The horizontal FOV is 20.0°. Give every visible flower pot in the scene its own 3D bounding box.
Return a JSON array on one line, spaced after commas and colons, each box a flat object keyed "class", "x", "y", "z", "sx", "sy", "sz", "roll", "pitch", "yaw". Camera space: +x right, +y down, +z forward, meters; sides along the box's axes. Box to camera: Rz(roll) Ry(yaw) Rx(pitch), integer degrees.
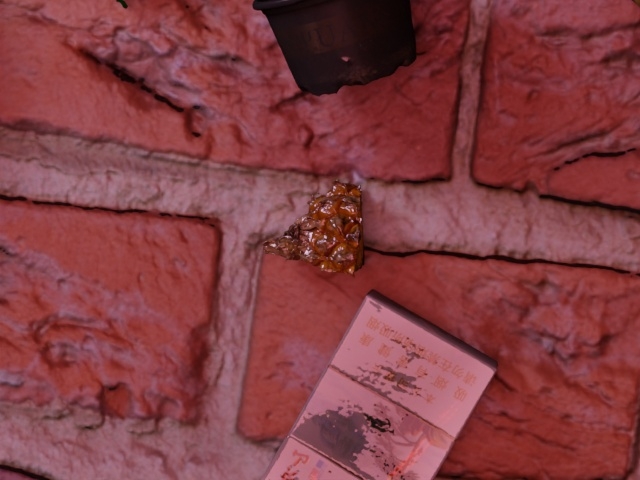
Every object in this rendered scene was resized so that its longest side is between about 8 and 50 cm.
[{"class": "flower pot", "x": 0.023, "y": -0.203, "z": 1.743, "sx": 0.157, "sy": 0.157, "sz": 0.107, "roll": -15, "pitch": 105, "yaw": 10}]

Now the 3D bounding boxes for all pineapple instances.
[{"class": "pineapple", "x": 0.000, "y": 0.000, "z": 1.803, "sx": 0.114, "sy": 0.077, "sz": 0.114, "roll": -8, "pitch": 58, "yaw": 20}]

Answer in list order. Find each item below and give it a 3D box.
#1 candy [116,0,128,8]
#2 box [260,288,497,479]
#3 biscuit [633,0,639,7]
[{"class": "candy", "x": -0.189, "y": -0.351, "z": 1.798, "sx": 0.141, "sy": 0.078, "sz": 0.203, "roll": 44, "pitch": 113, "yaw": 15}, {"class": "box", "x": 0.055, "y": 0.185, "z": 1.795, "sx": 0.149, "sy": 0.067, "sz": 0.233, "roll": 30, "pitch": 98, "yaw": 7}, {"class": "biscuit", "x": 0.326, "y": -0.353, "z": 1.734, "sx": 0.187, "sy": 0.036, "sz": 0.274, "roll": 15, "pitch": 96, "yaw": 8}]
